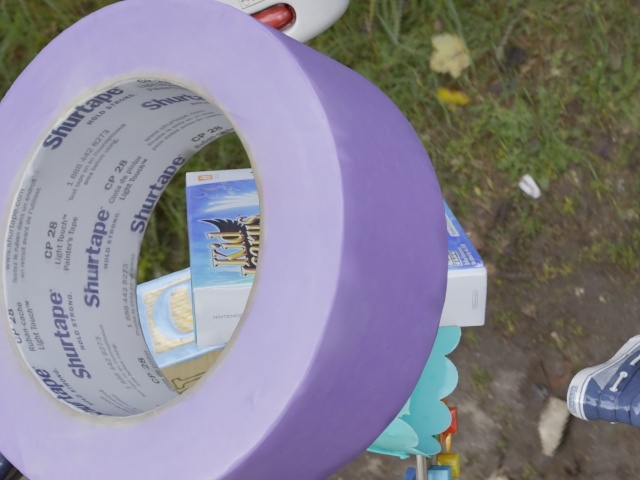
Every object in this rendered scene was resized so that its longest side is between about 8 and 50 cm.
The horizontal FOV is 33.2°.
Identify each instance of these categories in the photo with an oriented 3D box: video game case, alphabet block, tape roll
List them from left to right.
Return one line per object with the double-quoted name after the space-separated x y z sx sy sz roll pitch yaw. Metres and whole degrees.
-0.051 0.007 0.417 0.189 0.080 0.189 -6 80 33 "tape roll"
-0.229 0.180 2.009 0.193 0.197 0.192 -18 56 -1 "alphabet block"
0.000 0.000 0.993 0.244 0.061 0.269 -5 25 -6 "video game case"

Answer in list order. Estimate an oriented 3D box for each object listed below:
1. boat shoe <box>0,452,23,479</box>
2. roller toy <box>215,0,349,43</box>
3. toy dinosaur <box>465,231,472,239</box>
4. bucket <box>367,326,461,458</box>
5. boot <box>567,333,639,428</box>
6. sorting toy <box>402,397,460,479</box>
-0.350 0.204 0.951 0.127 0.158 0.340 47 113 -2 "boat shoe"
-0.070 -0.330 1.369 0.191 0.146 0.209 -39 29 -25 "roller toy"
0.197 0.061 1.621 0.053 0.092 0.183 7 42 7 "toy dinosaur"
0.049 0.112 1.261 0.183 0.281 0.281 -1 66 19 "bucket"
0.345 0.152 1.129 0.086 0.190 0.069 11 112 43 "boot"
0.180 0.314 1.614 0.047 0.347 0.196 2 95 17 "sorting toy"
